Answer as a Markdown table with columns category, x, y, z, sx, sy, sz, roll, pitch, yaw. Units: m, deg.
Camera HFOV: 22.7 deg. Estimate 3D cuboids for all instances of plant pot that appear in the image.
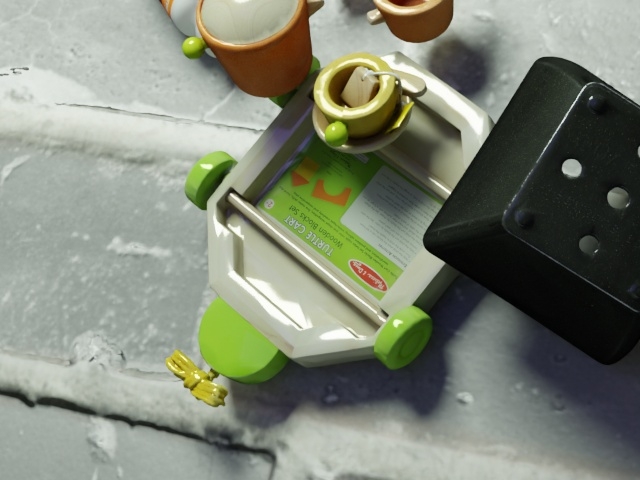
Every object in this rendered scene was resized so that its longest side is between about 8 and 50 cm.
| category | x | y | z | sx | sy | sz | roll | pitch | yaw |
| --- | --- | --- | --- | --- | --- | --- | --- | --- | --- |
| plant pot | 0.208 | -0.028 | 1.208 | 0.188 | 0.167 | 0.187 | 33 | 87 | 1 |

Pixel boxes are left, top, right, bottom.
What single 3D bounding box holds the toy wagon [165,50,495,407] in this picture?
| category | x | y | z | sx | sy | sz | roll | pitch | yaw |
| --- | --- | --- | --- | --- | --- | --- | --- | --- | --- |
| toy wagon | 0.000 | 0.000 | 1.382 | 0.267 | 0.068 | 0.344 | 39 | 91 | 29 |

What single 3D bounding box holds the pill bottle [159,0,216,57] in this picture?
| category | x | y | z | sx | sy | sz | roll | pitch | yaw |
| --- | --- | --- | --- | --- | --- | --- | --- | --- | --- |
| pill bottle | -0.115 | -0.247 | 1.500 | 0.086 | 0.086 | 0.152 | -37 | 62 | 8 |

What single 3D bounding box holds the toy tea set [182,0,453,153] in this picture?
| category | x | y | z | sx | sy | sz | roll | pitch | yaw |
| --- | --- | --- | --- | --- | --- | --- | --- | --- | --- |
| toy tea set | 0.034 | -0.243 | 1.369 | 0.200 | 0.124 | 0.336 | 20 | 66 | 24 |
